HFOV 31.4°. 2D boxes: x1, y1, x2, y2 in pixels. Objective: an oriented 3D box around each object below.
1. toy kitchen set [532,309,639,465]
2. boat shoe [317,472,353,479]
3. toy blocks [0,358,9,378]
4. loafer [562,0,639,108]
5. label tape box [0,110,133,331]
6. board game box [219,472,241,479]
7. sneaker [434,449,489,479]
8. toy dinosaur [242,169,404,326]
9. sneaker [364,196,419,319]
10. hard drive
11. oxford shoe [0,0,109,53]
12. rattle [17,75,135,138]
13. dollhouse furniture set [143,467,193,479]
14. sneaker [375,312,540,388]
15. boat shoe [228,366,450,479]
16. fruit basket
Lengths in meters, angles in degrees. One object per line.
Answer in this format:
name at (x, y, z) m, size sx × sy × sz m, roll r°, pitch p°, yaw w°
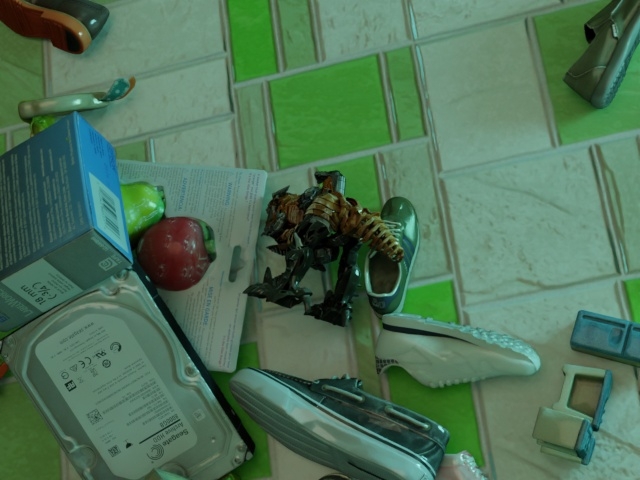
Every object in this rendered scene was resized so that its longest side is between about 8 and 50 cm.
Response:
toy kitchen set at (0.371, 0.190, 1.500) m, size 0.122 × 0.166 × 0.207 m, roll 13°, pitch 76°, yaw 20°
boat shoe at (0.007, 0.472, 1.544) m, size 0.116 × 0.099 × 0.319 m, roll 0°, pitch 71°, yaw 18°
toy blocks at (-0.549, 0.195, 1.828) m, size 0.123 × 0.054 × 0.148 m, roll 31°, pitch 82°, yaw 24°
loafer at (0.438, -0.321, 1.698) m, size 0.087 × 0.094 × 0.251 m, roll 25°, pitch 80°, yaw 18°
label tape box at (-0.450, -0.004, 1.656) m, size 0.334 × 0.106 × 0.240 m, roll -27°, pitch 49°, yaw 13°
board game box at (-0.122, 0.436, 1.625) m, size 0.092 × 0.043 × 0.181 m, roll -31°, pitch 66°, yaw 4°
sneaker at (0.212, 0.328, 1.561) m, size 0.134 × 0.051 × 0.070 m, roll 12°, pitch 80°, yaw 24°
toy dinosaur at (0.000, 0.000, 1.642) m, size 0.164 × 0.322 × 0.218 m, roll 20°, pitch 84°, yaw -13°
sneaker at (0.104, 0.016, 1.682) m, size 0.064 × 0.086 × 0.192 m, roll 4°, pitch 72°, yaw 17°
hard drive at (-0.280, 0.227, 1.652) m, size 0.237 × 0.064 × 0.338 m, roll -31°, pitch 95°, yaw 5°
oxford shoe at (-0.494, -0.417, 2.018) m, size 0.271 × 0.097 × 0.098 m, roll 28°, pitch 61°, yaw 19°
rattle at (-0.400, -0.191, 1.914) m, size 0.200 × 0.130 × 0.142 m, roll -9°, pitch 79°, yaw -15°
dollhouse furniture set at (-0.230, 0.457, 1.531) m, size 0.242 × 0.212 × 0.161 m, roll -51°, pitch 55°, yaw 3°
sneaker at (0.193, 0.167, 1.616) m, size 0.235 × 0.090 × 0.094 m, roll 11°, pitch 92°, yaw 21°
boat shoe at (0.028, 0.252, 1.621) m, size 0.335 × 0.121 × 0.119 m, roll 24°, pitch 58°, yaw 23°
fruit basket at (-0.275, 0.032, 1.772) m, size 0.353 × 0.165 × 0.326 m, roll 6°, pitch 73°, yaw 5°
